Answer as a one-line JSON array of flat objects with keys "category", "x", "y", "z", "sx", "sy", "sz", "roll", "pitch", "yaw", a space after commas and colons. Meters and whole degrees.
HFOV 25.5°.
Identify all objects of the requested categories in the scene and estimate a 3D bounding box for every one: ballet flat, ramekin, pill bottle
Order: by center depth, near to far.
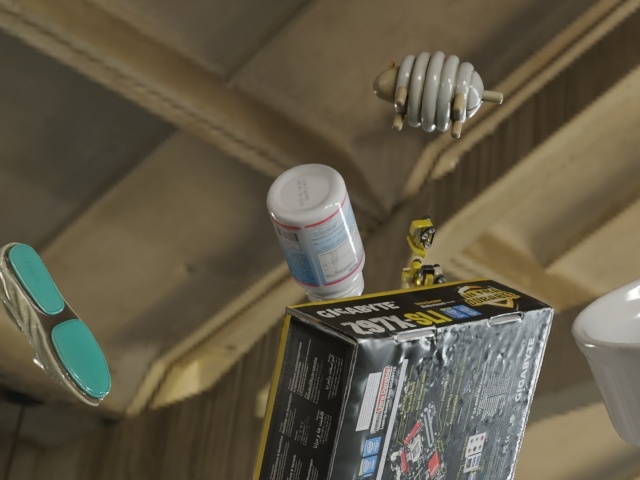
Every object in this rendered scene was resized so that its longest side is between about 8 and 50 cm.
[{"category": "ballet flat", "x": -0.242, "y": 0.079, "z": 1.257, "sx": 0.052, "sy": 0.168, "sz": 0.057, "roll": -39, "pitch": -14, "yaw": 36}, {"category": "ramekin", "x": 0.422, "y": 0.120, "z": 1.520, "sx": 0.277, "sy": 0.277, "sz": 0.135, "roll": -12, "pitch": -78, "yaw": 31}, {"category": "pill bottle", "x": 0.000, "y": 0.000, "z": 1.544, "sx": 0.087, "sy": 0.087, "sz": 0.160, "roll": -1, "pitch": -43, "yaw": 15}]

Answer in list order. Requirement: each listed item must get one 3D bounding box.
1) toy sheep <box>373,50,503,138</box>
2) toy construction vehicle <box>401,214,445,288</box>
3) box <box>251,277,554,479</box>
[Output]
[{"category": "toy sheep", "x": 0.118, "y": -0.149, "z": 1.432, "sx": 0.132, "sy": 0.091, "sz": 0.091, "roll": 11, "pitch": -29, "yaw": 6}, {"category": "toy construction vehicle", "x": 0.112, "y": 0.033, "z": 1.634, "sx": 0.035, "sy": 0.086, "sz": 0.098, "roll": -1, "pitch": -46, "yaw": -16}, {"category": "box", "x": 0.051, "y": 0.199, "z": 1.098, "sx": 0.079, "sy": 0.322, "sz": 0.257, "roll": 23, "pitch": 19, "yaw": 39}]
